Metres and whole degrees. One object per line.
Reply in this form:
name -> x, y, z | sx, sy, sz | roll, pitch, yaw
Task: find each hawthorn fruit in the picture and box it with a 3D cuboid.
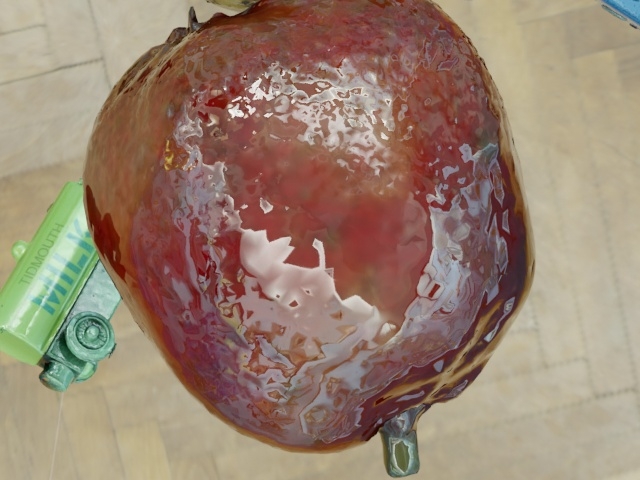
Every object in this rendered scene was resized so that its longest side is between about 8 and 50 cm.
hawthorn fruit -> 0.000, 0.000, 0.926 | 0.265, 0.265, 0.307 | -16, 90, -5

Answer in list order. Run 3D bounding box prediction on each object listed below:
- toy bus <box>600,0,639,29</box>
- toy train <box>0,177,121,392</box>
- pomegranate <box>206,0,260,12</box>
toy bus -> 0.321, -0.285, 1.626 | 0.185, 0.106, 0.090 | 22, 106, -37
toy train -> -0.286, 0.045, 1.773 | 0.157, 0.105, 0.253 | 31, 61, -9
pomegranate -> -0.030, -0.330, 1.186 | 0.322, 0.322, 0.322 | -1, 97, -8
